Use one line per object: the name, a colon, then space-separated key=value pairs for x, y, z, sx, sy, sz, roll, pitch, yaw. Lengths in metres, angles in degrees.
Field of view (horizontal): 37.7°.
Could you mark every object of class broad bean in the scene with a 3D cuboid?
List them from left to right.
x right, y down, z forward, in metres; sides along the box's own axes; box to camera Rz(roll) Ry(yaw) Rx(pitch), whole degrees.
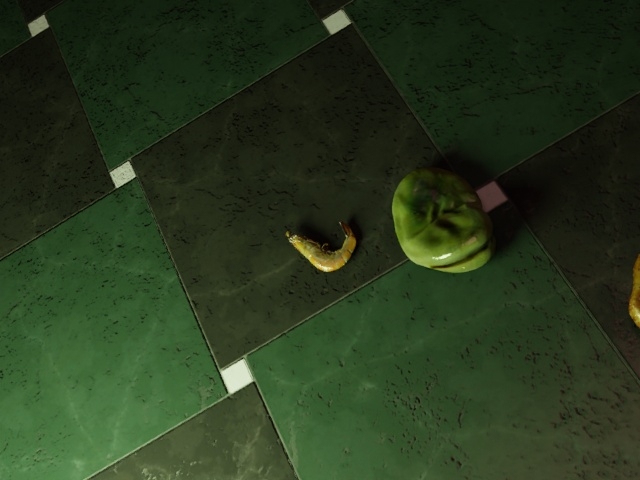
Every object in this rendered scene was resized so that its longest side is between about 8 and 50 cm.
broad bean: x=0.192 y=-0.030 z=1.488 sx=0.153 sy=0.072 sz=0.207 roll=-38 pitch=46 yaw=-4

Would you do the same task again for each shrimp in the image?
shrimp: x=0.000 y=0.000 z=1.561 sx=0.127 sy=0.025 sz=0.091 roll=26 pitch=75 yaw=25

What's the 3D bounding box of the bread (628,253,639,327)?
bread: x=0.526 y=0.069 z=1.309 sx=0.193 sy=0.064 sz=0.193 roll=-13 pitch=58 yaw=21
